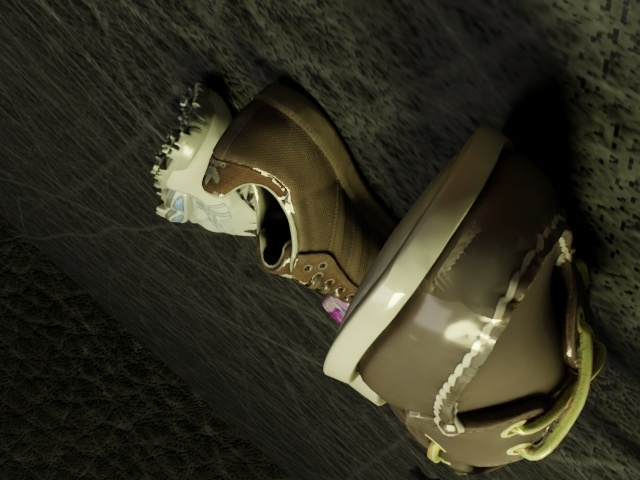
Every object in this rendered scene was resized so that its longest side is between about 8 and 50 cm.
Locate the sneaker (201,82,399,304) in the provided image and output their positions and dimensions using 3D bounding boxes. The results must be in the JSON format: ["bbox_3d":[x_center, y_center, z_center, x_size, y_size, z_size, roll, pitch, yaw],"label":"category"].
[{"bbox_3d":[0.000,0.000,0.780,0.066,0.071,0.188,28,160,52],"label":"sneaker"}]

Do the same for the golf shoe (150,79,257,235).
[{"bbox_3d":[-0.054,-0.043,0.879,0.086,0.069,0.176,23,170,1],"label":"golf shoe"}]

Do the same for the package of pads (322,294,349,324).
[{"bbox_3d":[0.030,0.042,0.924,0.050,0.032,0.083,46,168,2],"label":"package of pads"}]

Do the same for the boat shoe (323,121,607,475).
[{"bbox_3d":[0.070,0.042,0.606,0.097,0.116,0.324,37,171,9],"label":"boat shoe"}]

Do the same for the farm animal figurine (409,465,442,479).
[{"bbox_3d":[0.205,0.260,0.679,0.330,0.172,0.326,31,-153,-45],"label":"farm animal figurine"}]
